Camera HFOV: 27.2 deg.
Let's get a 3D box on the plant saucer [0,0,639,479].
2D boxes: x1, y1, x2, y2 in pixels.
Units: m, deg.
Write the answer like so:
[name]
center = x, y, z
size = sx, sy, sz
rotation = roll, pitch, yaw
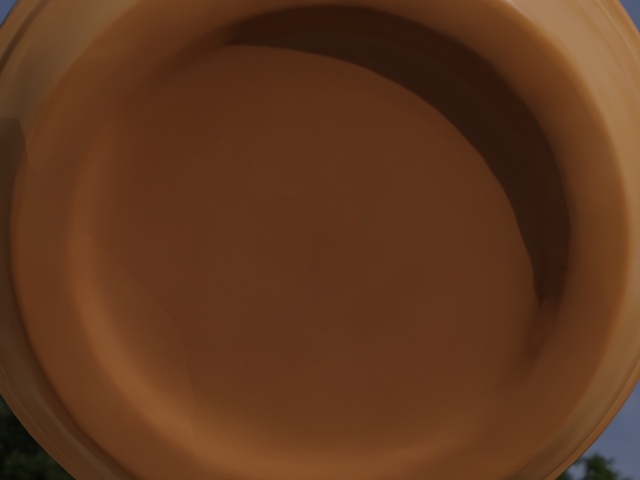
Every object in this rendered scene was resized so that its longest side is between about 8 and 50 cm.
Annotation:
[plant saucer]
center = 0.000, 0.000, 0.348
size = 0.200, 0.200, 0.037
rotation = 41, 11, -12
